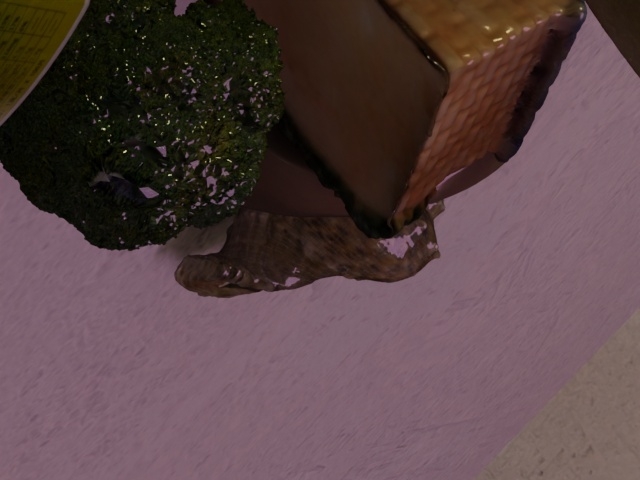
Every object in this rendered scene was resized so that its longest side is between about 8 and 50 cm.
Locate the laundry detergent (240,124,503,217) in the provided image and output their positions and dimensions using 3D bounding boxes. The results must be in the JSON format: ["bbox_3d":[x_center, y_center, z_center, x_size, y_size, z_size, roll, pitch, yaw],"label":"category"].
[{"bbox_3d":[0.016,-0.068,1.141,0.237,0.171,0.076,-33,138,-28],"label":"laundry detergent"}]

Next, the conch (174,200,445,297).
[{"bbox_3d":[0.000,0.000,1.324,0.207,0.130,0.155,-28,148,0],"label":"conch"}]

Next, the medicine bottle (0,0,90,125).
[{"bbox_3d":[-0.192,-0.109,0.678,0.088,0.132,0.188,-49,160,19],"label":"medicine bottle"}]

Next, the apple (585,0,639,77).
[{"bbox_3d":[0.284,-0.169,1.185,0.329,0.365,0.295,-1,135,-48],"label":"apple"}]

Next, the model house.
[{"bbox_3d":[0.058,-0.136,1.050,0.172,0.183,0.166,-32,160,-27],"label":"model house"}]

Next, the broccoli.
[{"bbox_3d":[-0.093,-0.070,0.981,0.162,0.146,0.138,-38,-155,27],"label":"broccoli"}]
